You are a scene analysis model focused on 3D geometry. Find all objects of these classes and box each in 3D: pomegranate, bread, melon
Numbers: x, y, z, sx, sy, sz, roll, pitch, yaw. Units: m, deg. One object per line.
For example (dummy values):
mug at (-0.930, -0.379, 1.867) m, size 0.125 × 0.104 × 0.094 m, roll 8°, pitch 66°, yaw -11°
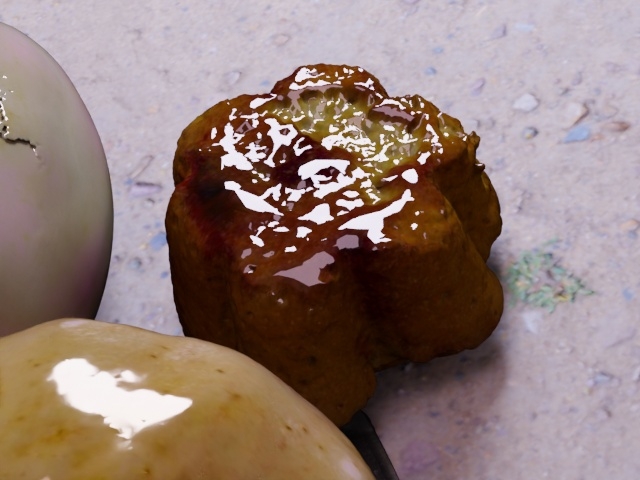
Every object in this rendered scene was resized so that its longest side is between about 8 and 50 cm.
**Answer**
pomegranate at (-0.110, 0.193, 1.033) m, size 0.338 × 0.338 × 0.338 m, roll -10°, pitch 47°, yaw 11°
bread at (0.007, -0.009, 1.281) m, size 0.232 × 0.135 × 0.247 m, roll -28°, pitch 47°, yaw -11°
melon at (-0.253, -0.013, 1.319) m, size 0.223 × 0.223 × 0.317 m, roll -13°, pitch 47°, yaw 8°

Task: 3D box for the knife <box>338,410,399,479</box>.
knife at (0.032, 0.184, 1.181) m, size 0.060 × 0.028 × 0.230 m, roll -8°, pitch 43°, yaw -4°
